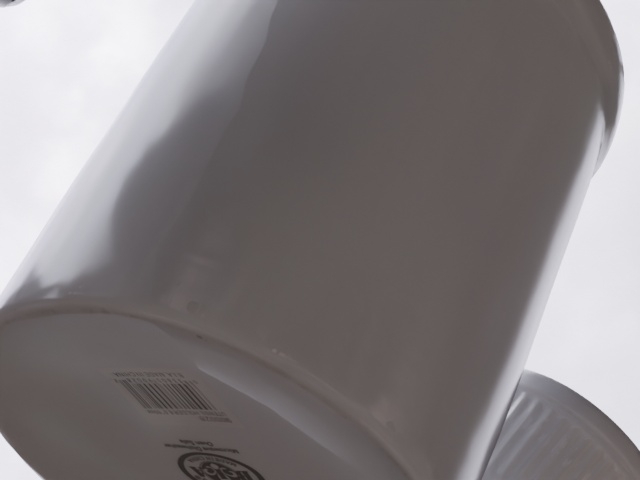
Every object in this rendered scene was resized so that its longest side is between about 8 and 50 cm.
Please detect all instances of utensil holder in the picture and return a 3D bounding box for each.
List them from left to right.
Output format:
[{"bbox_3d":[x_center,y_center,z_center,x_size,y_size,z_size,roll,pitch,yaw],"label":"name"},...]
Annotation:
[{"bbox_3d":[0.000,0.000,0.823,0.327,0.327,0.386,42,-129,-21],"label":"utensil holder"}]

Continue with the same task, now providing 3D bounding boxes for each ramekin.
[{"bbox_3d":[0.178,0.220,1.054,0.109,0.207,0.207,-42,-70,-28],"label":"ramekin"}]

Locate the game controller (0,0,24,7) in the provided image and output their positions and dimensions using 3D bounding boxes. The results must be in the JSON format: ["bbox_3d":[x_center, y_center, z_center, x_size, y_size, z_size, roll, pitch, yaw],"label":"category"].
[{"bbox_3d":[-0.152,-0.208,0.641,0.067,0.319,0.167,28,-87,-31],"label":"game controller"}]
